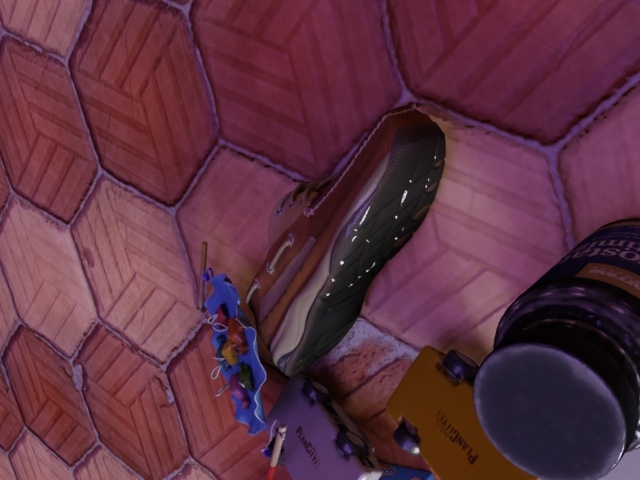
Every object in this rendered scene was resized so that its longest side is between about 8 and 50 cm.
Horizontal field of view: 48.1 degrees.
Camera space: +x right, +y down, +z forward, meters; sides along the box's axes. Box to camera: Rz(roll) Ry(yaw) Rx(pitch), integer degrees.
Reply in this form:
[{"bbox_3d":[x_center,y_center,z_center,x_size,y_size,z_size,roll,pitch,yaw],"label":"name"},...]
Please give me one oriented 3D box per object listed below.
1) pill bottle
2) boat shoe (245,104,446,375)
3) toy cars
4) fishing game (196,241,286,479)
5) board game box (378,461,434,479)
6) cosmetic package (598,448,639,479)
[{"bbox_3d":[0.197,0.070,0.500,0.123,0.219,0.122,16,117,34],"label":"pill bottle"},{"bbox_3d":[0.000,0.000,0.701,0.120,0.123,0.324,47,130,22],"label":"boat shoe"},{"bbox_3d":[0.079,0.207,0.716,0.394,0.087,0.176,-22,51,47],"label":"toy cars"},{"bbox_3d":[-0.103,0.131,0.808,0.189,0.041,0.264,106,145,-49],"label":"fishing game"},{"bbox_3d":[0.071,0.360,0.835,0.160,0.047,0.210,-2,106,39],"label":"board game box"},{"bbox_3d":[0.312,0.152,0.521,0.127,0.107,0.238,49,127,9],"label":"cosmetic package"}]
